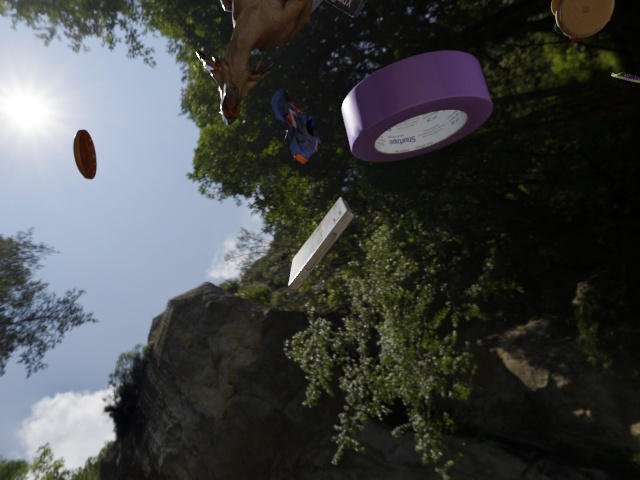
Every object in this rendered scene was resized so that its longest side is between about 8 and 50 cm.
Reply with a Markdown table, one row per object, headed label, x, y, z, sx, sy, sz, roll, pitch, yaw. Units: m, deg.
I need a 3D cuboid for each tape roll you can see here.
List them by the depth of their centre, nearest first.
| label | x | y | z | sx | sy | sz | roll | pitch | yaw |
| --- | --- | --- | --- | --- | --- | --- | --- | --- | --- |
| tape roll | 0.184 | -0.248 | 0.864 | 0.274 | 0.275 | 0.090 | -9 | -101 | -25 |

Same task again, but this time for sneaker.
| label | x | y | z | sx | sy | sz | roll | pitch | yaw |
| --- | --- | --- | --- | --- | --- | --- | --- | --- | --- |
| sneaker | -0.059 | -0.307 | 1.154 | 0.087 | 0.083 | 0.221 | -28 | -105 | 15 |

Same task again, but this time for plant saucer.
| label | x | y | z | sx | sy | sz | roll | pitch | yaw |
| --- | --- | --- | --- | --- | --- | --- | --- | --- | --- |
| plant saucer | -0.397 | -0.144 | 0.745 | 0.013 | 0.083 | 0.084 | -5 | -90 | -8 |

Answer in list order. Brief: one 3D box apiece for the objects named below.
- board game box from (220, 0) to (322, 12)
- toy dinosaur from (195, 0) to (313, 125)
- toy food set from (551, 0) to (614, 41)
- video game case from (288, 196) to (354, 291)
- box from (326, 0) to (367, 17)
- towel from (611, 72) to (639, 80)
| label | x | y | z | sx | sy | sz | roll | pitch | yaw |
| --- | --- | --- | --- | --- | --- | --- | --- | --- | --- |
| board game box | -0.136 | -0.676 | 1.127 | 0.144 | 0.275 | 0.142 | -55 | -30 | -19 |
| toy dinosaur | -0.073 | -0.308 | 0.621 | 0.127 | 0.200 | 0.296 | 35 | -128 | 10 |
| toy food set | 0.402 | -0.352 | 0.677 | 0.083 | 0.020 | 0.083 | -18 | -73 | 18 |
| video game case | 0.000 | 0.000 | 1.026 | 0.026 | 0.227 | 0.206 | 36 | -80 | -9 |
| box | -0.003 | -0.619 | 0.838 | 0.307 | 0.242 | 0.076 | 29 | -148 | -3 |
| towel | 0.723 | -0.374 | 1.020 | 0.083 | 0.060 | 0.009 | 19 | -67 | 12 |
